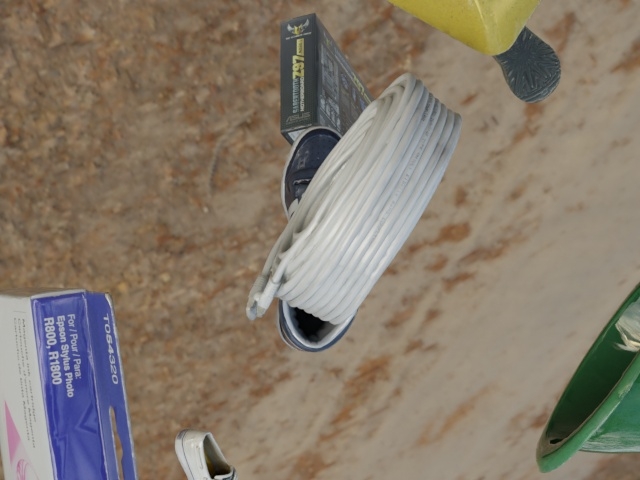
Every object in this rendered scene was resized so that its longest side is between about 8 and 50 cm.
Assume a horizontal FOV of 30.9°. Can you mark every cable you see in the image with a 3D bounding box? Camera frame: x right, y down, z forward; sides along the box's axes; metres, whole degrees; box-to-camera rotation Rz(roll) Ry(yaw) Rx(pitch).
[{"bbox_3d":[0.043,-0.040,1.153,0.257,0.089,0.257,-50,-170,42],"label":"cable"}]

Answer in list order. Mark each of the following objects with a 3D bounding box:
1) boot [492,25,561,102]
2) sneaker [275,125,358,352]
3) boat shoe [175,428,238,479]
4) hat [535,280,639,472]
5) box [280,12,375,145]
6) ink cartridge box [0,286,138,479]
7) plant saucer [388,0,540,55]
[{"bbox_3d":[0.210,-0.288,1.469,0.076,0.208,0.189,-37,132,7],"label":"boot"},{"bbox_3d":[0.000,0.000,1.390,0.099,0.282,0.153,5,-178,-5],"label":"sneaker"},{"bbox_3d":[-0.088,0.202,0.986,0.035,0.100,0.035,-8,-157,31],"label":"boat shoe"},{"bbox_3d":[0.274,0.118,0.777,0.208,0.184,0.173,-54,176,-24],"label":"hat"},{"bbox_3d":[0.015,-0.177,1.624,0.059,0.183,0.232,-11,151,20],"label":"box"},{"bbox_3d":[-0.288,0.213,1.260,0.071,0.324,0.330,-8,-178,-28],"label":"ink cartridge box"},{"bbox_3d":[0.135,-0.412,1.214,0.332,0.333,0.081,-58,155,5],"label":"plant saucer"}]
